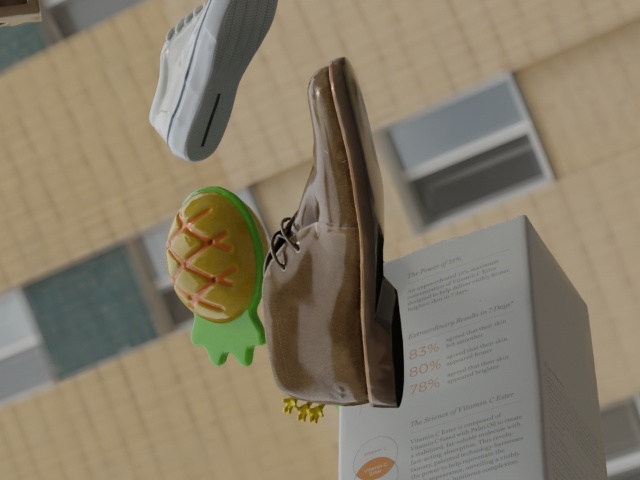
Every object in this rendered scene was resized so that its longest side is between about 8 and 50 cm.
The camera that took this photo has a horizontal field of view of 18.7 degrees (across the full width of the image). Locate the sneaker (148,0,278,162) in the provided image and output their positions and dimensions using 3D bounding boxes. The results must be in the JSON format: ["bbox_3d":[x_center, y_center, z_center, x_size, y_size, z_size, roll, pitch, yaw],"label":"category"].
[{"bbox_3d":[-0.127,-0.213,2.118,0.091,0.258,0.094,37,-155,28],"label":"sneaker"}]

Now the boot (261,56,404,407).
[{"bbox_3d":[0.000,0.000,1.605,0.112,0.115,0.305,-65,-28,-67],"label":"boot"}]

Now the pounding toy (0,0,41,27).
[{"bbox_3d":[-0.419,-0.340,2.187,0.094,0.181,0.206,168,93,-83],"label":"pounding toy"}]

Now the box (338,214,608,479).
[{"bbox_3d":[0.148,0.179,1.898,0.168,0.215,0.345,51,-151,-40],"label":"box"}]

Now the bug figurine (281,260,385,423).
[{"bbox_3d":[0.086,0.138,2.244,0.279,0.216,0.072,-66,-12,2],"label":"bug figurine"}]

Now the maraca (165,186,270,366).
[{"bbox_3d":[-0.102,0.037,1.977,0.099,0.127,0.185,-11,-84,-44],"label":"maraca"}]
